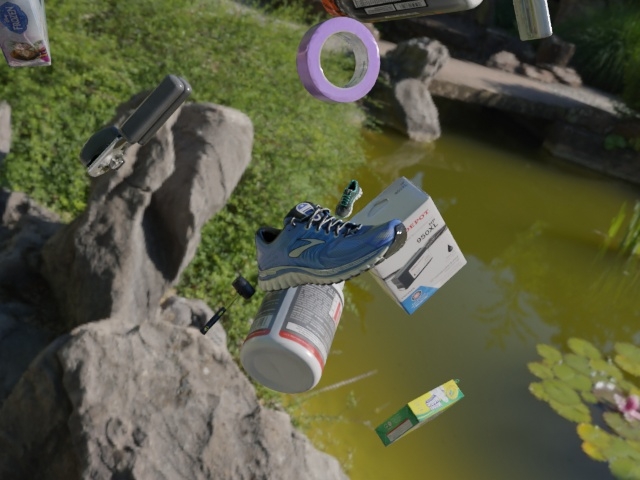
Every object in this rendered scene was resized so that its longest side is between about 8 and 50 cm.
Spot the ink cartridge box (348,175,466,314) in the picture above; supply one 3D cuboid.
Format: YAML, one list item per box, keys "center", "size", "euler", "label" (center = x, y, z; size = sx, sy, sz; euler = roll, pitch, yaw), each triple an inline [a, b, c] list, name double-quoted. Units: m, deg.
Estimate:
- center: [0.287, 0.024, 2.294]
  size: [0.166, 0.285, 0.395]
  euler: [44, -5, 46]
  label: "ink cartridge box"

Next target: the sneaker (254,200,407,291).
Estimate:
- center: [0.000, 0.000, 1.226]
  size: [0.330, 0.147, 0.130]
  euler: [-11, 9, 34]
  label: "sneaker"

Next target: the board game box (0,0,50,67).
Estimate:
- center: [-0.437, -0.455, 0.914]
  size: [0.066, 0.319, 0.318]
  euler: [-8, 74, -14]
  label: "board game box"

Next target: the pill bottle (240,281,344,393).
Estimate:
- center: [-0.056, 0.198, 1.779]
  size: [0.210, 0.210, 0.363]
  euler: [19, 46, 3]
  label: "pill bottle"

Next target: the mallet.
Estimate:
- center: [-0.248, 0.163, 1.741]
  size: [0.189, 0.039, 0.062]
  euler: [-40, 99, -34]
  label: "mallet"

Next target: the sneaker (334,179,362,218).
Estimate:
- center: [0.095, -0.154, 2.464]
  size: [0.065, 0.076, 0.166]
  euler: [16, 57, 20]
  label: "sneaker"

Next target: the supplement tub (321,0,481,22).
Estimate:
- center: [0.173, -0.584, 1.459]
  size: [0.338, 0.207, 0.207]
  euler: [3, 16, 30]
  label: "supplement tub"

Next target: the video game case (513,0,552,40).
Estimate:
- center: [0.343, -0.446, 1.143]
  size: [0.023, 0.212, 0.193]
  euler: [-12, 13, 10]
  label: "video game case"

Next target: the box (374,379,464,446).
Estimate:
- center: [0.192, 0.318, 1.268]
  size: [0.179, 0.105, 0.043]
  euler: [-13, 62, -48]
  label: "box"

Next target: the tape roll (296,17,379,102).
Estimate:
- center: [0.060, -0.600, 2.274]
  size: [0.275, 0.275, 0.090]
  euler: [3, 7, -28]
  label: "tape roll"

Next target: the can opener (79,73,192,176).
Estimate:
- center: [-0.391, -0.243, 1.393]
  size: [0.095, 0.283, 0.076]
  euler: [48, 13, 6]
  label: "can opener"
